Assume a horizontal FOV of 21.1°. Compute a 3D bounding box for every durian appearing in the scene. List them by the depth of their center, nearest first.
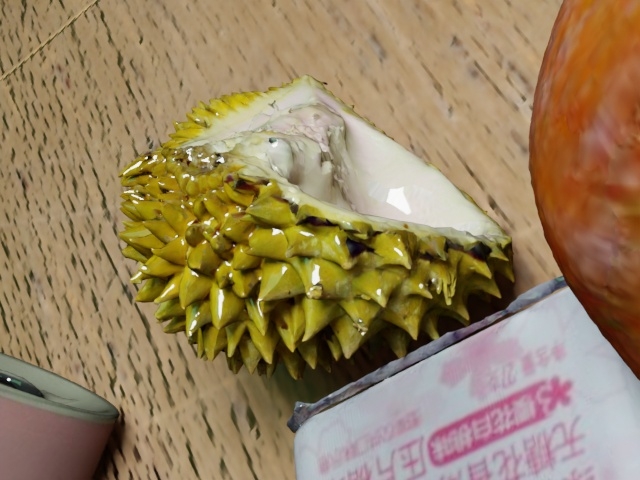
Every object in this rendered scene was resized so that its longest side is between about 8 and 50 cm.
[{"bbox_3d":[-0.011,0.006,0.844,0.138,0.183,0.250,-54,2,8],"label":"durian"}]

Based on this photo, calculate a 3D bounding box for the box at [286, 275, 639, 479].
[{"bbox_3d":[0.096,0.202,0.690,0.190,0.112,0.370,-30,51,26],"label":"box"}]

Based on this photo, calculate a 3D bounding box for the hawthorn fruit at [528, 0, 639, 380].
[{"bbox_3d":[0.188,-0.037,0.663,0.235,0.231,0.263,-18,10,-14],"label":"hawthorn fruit"}]

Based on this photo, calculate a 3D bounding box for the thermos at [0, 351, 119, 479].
[{"bbox_3d":[-0.215,0.198,0.967,0.176,0.146,0.265,19,89,21],"label":"thermos"}]
